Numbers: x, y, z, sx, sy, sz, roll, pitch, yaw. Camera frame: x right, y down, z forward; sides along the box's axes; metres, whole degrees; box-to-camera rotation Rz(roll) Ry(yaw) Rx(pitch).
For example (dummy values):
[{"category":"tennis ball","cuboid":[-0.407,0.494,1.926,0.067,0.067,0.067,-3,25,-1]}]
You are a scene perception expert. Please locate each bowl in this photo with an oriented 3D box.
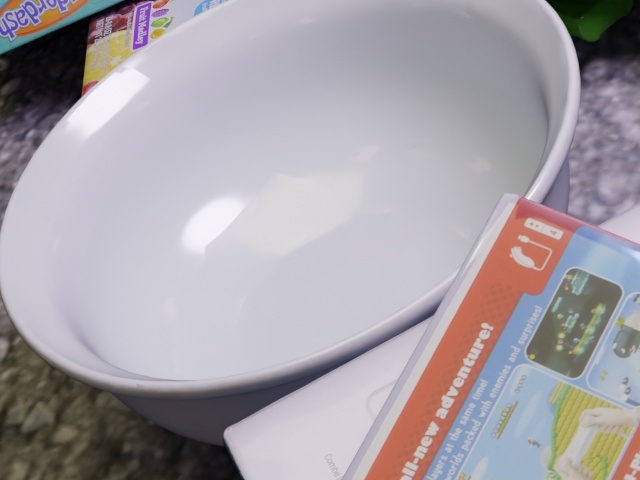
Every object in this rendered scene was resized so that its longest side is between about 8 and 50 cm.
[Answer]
[{"category":"bowl","cuboid":[0.000,0.000,0.780,0.297,0.134,0.298,-15,40,13]}]

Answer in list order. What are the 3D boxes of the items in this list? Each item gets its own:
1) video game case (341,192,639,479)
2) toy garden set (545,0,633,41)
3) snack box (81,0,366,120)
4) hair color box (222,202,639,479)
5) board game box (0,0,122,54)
[{"category":"video game case","cuboid":[0.142,0.120,0.506,0.285,0.025,0.204,24,71,22]},{"category":"toy garden set","cuboid":[0.237,-0.181,0.923,0.244,0.049,0.204,-39,39,-17]},{"category":"snack box","cuboid":[-0.042,-0.104,0.969,0.207,0.070,0.174,-17,39,9]},{"category":"hair color box","cuboid":[0.158,0.077,0.606,0.347,0.105,0.174,-28,57,-2]},{"category":"board game box","cuboid":[-0.185,-0.190,1.108,0.160,0.047,0.210,-22,19,5]}]
